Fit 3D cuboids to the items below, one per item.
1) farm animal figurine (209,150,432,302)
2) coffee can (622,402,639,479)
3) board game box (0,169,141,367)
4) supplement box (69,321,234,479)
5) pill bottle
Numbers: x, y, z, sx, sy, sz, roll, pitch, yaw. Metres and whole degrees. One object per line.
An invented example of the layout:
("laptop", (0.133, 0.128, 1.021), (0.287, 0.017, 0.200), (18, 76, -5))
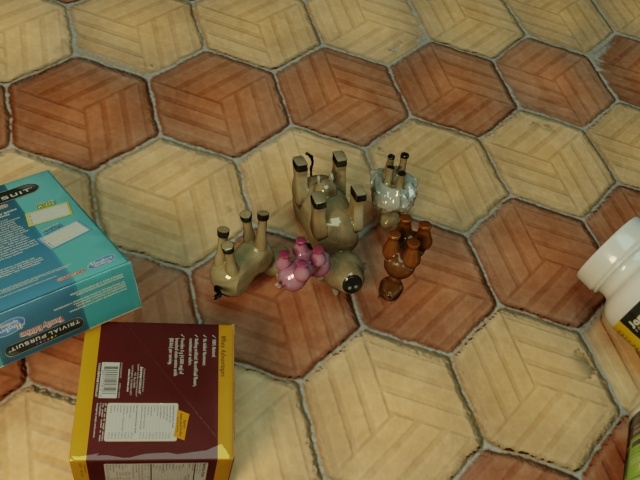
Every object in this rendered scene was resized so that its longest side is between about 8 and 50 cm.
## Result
("farm animal figurine", (0.000, 0.000, 1.183), (0.331, 0.172, 0.326), (2, 42, -2))
("coffee can", (0.504, 0.374, 0.993), (0.202, 0.201, 0.275), (23, 52, 4))
("board game box", (-0.433, 0.033, 1.020), (0.254, 0.079, 0.336), (-23, 37, -26))
("supplement box", (-0.215, 0.220, 0.984), (0.194, 0.129, 0.191), (3, 54, -11))
("pill bottle", (0.590, 0.123, 1.202), (0.188, 0.188, 0.334), (-31, 66, -30))
